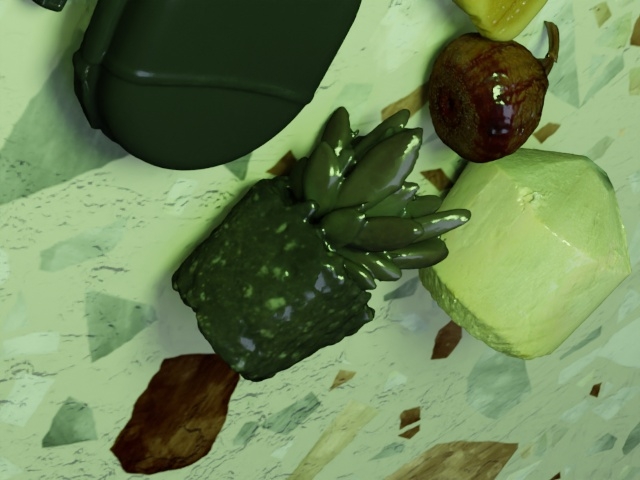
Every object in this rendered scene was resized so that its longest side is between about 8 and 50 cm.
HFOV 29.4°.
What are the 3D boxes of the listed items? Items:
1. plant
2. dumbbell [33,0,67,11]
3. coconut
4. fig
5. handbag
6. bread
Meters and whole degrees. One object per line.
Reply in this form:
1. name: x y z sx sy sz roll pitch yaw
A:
1. plant: 0.000 0.000 1.333 0.321 0.194 0.181 -36 154 -1
2. dumbbell: -0.217 -0.234 1.025 0.083 0.040 0.036 -57 170 19
3. coconut: 0.258 0.000 1.494 0.239 0.239 0.244 16 116 -47
4. fig: 0.218 -0.175 1.387 0.201 0.134 0.146 -25 150 -34
5. handbag: -0.088 -0.192 1.100 0.254 0.093 0.308 -4 136 -43
6. bread: 0.199 -0.303 1.273 0.173 0.085 0.134 -51 138 9
